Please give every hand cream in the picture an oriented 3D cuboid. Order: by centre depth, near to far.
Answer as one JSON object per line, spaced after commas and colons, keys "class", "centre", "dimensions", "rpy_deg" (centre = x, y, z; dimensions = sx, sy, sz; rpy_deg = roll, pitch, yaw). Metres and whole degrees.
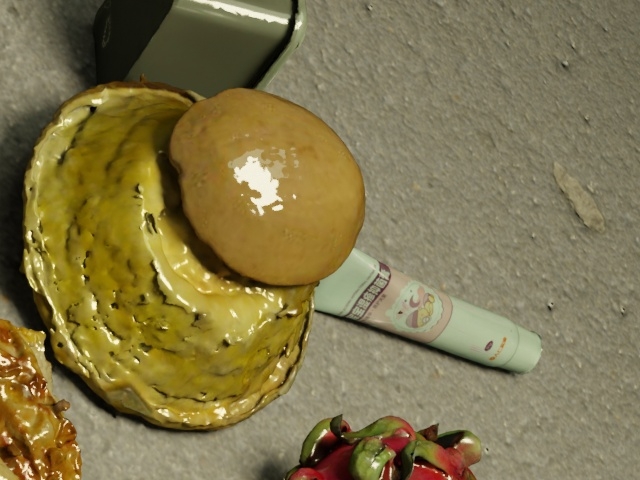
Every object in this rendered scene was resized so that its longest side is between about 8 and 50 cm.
{"class": "hand cream", "centre": [0.106, 0.074, 1.977], "dimensions": [0.331, 0.085, 0.058], "rpy_deg": [23, 26, -35]}

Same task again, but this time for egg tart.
{"class": "egg tart", "centre": [-0.118, 0.000, 1.711], "dimensions": [0.345, 0.132, 0.345], "rpy_deg": [15, 65, -34]}

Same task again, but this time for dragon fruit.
{"class": "dragon fruit", "centre": [0.057, 0.264, 1.703], "dimensions": [0.218, 0.198, 0.273], "rpy_deg": [52, 12, 16]}

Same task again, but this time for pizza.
{"class": "pizza", "centre": [-0.266, 0.141, 1.550], "dimensions": [0.134, 0.056, 0.271], "rpy_deg": [-8, 68, -39]}

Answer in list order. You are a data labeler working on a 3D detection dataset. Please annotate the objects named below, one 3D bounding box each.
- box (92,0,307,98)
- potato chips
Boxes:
{"class": "box", "centre": [-0.125, -0.213, 1.832], "dimensions": [0.135, 0.243, 0.163], "rpy_deg": [11, 54, -27]}
{"class": "potato chips", "centre": [-0.036, -0.057, 1.671], "dimensions": [0.208, 0.062, 0.195], "rpy_deg": [42, 54, -22]}
